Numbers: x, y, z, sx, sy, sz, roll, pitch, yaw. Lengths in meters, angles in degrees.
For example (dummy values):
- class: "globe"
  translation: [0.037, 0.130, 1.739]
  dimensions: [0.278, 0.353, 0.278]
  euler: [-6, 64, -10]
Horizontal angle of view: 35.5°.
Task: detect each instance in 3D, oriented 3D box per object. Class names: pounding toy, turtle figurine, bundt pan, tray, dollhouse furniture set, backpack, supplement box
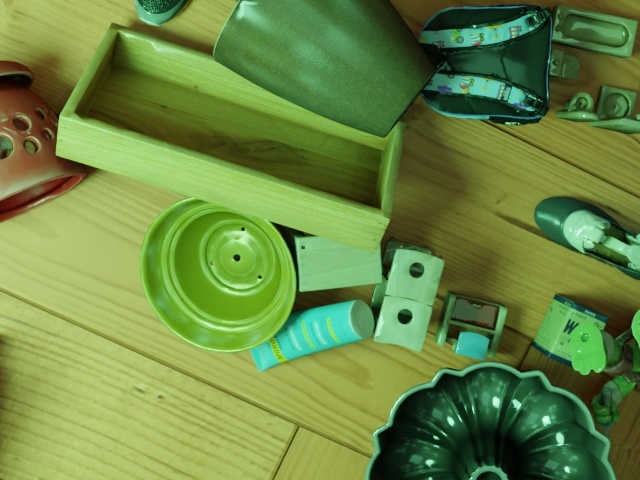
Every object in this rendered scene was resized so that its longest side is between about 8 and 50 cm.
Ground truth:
- class: "pounding toy"
  translation: [0.000, 0.000, 1.341]
  dimensions: [0.130, 0.141, 0.100]
  euler: [-5, 103, -12]
- class: "turtle figurine"
  translation: [0.454, 0.203, 1.314]
  dimensions: [0.266, 0.198, 0.274]
  euler: [28, 85, -42]
- class: "bundt pan"
  translation: [0.227, 0.316, 1.366]
  dimensions: [0.331, 0.124, 0.330]
  euler: [0, 94, 6]
- class: "tray"
  translation: [-0.104, -0.133, 1.281]
  dimensions: [0.411, 0.203, 0.076]
  euler: [18, 135, -5]
- class: "dollhouse furniture set"
  translation: [0.379, -0.230, 1.331]
  dimensions: [0.144, 0.123, 0.151]
  euler: [11, 95, -4]
- class: "backpack"
  translation: [0.213, -0.232, 1.325]
  dimensions: [0.173, 0.117, 0.158]
  euler: [1, 95, 3]
- class: "dollhouse furniture set"
  translation: [0.170, 0.083, 1.350]
  dimensions: [0.184, 0.129, 0.129]
  euler: [14, 95, -4]
- class: "supplement box"
  translation: [0.345, 0.127, 1.387]
  dimensions: [0.056, 0.083, 0.083]
  euler: [24, 93, -6]

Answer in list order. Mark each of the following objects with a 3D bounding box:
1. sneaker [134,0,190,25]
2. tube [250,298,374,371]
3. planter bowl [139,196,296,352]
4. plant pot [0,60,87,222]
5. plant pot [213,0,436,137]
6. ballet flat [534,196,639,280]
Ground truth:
- class: "sneaker"
  translation: [-0.190, -0.386, 1.305]
  dimensions: [0.084, 0.083, 0.215]
  euler: [22, 96, -7]
- class: "tube"
  translation: [-0.023, 0.124, 1.345]
  dimensions: [0.207, 0.052, 0.080]
  euler: [-17, 94, 38]
- class: "planter bowl"
  translation: [-0.124, 0.034, 1.336]
  dimensions: [0.217, 0.090, 0.217]
  euler: [4, 106, 14]
- class: "plant pot"
  translation: [-0.420, -0.120, 1.272]
  dimensions: [0.191, 0.191, 0.174]
  euler: [-28, 89, 0]
- class: "plant pot"
  translation: [0.023, -0.241, 1.253]
  dimensions: [0.230, 0.215, 0.215]
  euler: [38, 93, 0]
- class: "ballet flat"
  translation: [0.394, -0.003, 1.384]
  dimensions: [0.203, 0.074, 0.074]
  euler: [27, 94, -5]
